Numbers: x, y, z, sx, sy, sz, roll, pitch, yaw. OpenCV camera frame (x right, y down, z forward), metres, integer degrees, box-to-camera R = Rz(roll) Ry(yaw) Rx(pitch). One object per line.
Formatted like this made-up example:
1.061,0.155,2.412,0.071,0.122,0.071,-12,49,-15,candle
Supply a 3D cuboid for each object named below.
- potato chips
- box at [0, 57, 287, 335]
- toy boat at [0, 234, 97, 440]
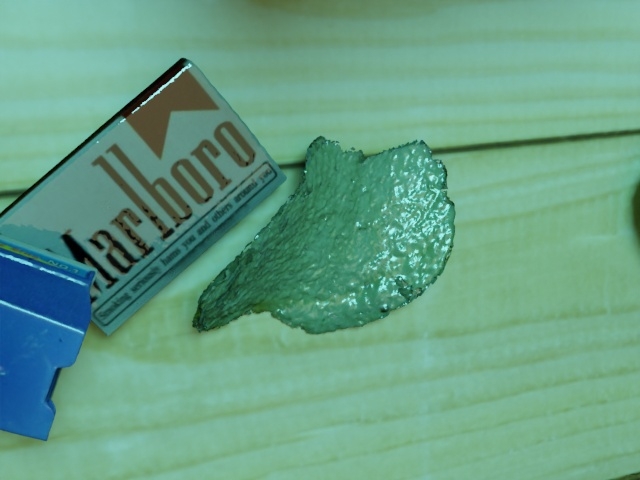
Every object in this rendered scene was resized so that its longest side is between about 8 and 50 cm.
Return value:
0.003,0.004,0.621,0.228,0.059,0.167,-4,114,-32,potato chips
-0.126,-0.031,0.578,0.177,0.036,0.115,-42,112,-7,box
-0.296,0.027,0.505,0.295,0.088,0.129,20,110,-12,toy boat
